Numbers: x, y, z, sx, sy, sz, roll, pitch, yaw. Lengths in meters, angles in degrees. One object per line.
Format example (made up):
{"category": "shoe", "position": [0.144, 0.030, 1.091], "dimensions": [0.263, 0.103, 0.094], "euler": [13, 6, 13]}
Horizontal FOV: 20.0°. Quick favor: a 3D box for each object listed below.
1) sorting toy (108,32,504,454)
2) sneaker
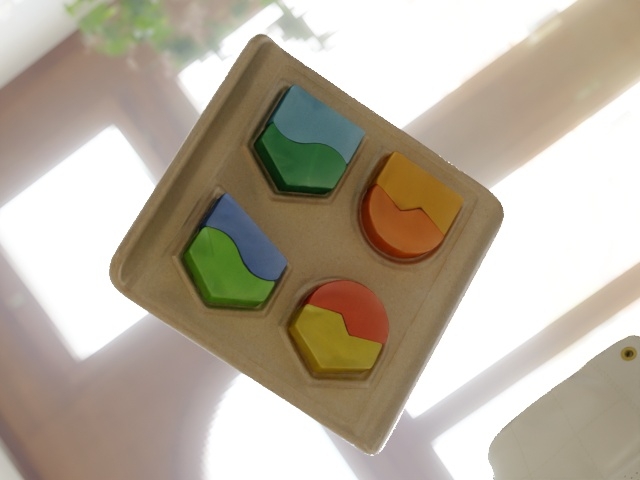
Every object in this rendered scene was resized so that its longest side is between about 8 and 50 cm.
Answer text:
{"category": "sorting toy", "position": [0.000, 0.000, 1.116], "dimensions": [0.208, 0.193, 0.038], "euler": [35, 158, -13]}
{"category": "sneaker", "position": [0.211, 0.099, 0.863], "dimensions": [0.108, 0.293, 0.169], "euler": [39, -147, -50]}
